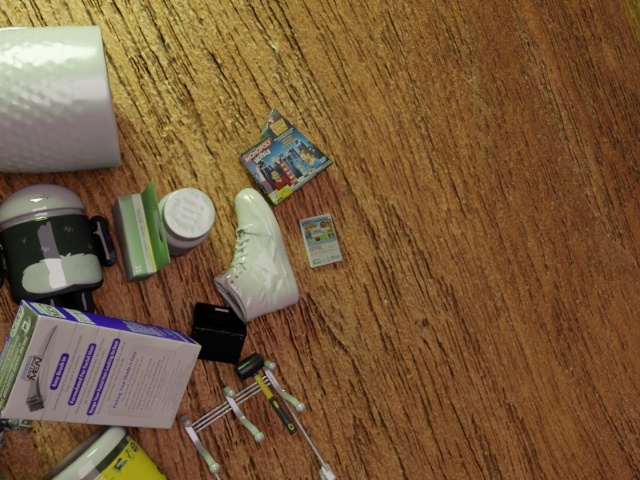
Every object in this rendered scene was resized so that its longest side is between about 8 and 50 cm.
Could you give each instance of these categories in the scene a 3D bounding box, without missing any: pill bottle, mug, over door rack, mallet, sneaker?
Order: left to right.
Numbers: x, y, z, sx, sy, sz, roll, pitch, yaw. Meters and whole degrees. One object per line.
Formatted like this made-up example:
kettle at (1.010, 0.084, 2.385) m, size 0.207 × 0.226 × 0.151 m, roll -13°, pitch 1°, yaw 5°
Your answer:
mug at (-0.588, -0.301, 1.193) m, size 0.327 × 0.276 × 0.374 m, roll -8°, pitch 54°, yaw -17°
pill bottle at (-0.361, 0.533, 1.160) m, size 0.188 × 0.188 × 0.334 m, roll -40°, pitch 98°, yaw -23°
pill bottle at (-0.294, -0.036, 1.269) m, size 0.121 × 0.221 × 0.121 m, roll 4°, pitch 79°, yaw -22°
sneaker at (-0.171, 0.035, 1.367) m, size 0.169 × 0.108 × 0.293 m, roll -21°, pitch 90°, yaw -31°
over door rack at (-0.124, 0.461, 1.317) m, size 0.239 × 0.108 × 0.324 m, roll -29°, pitch 93°, yaw -24°
mallet at (-0.118, 0.334, 1.288) m, size 0.062 × 0.039 × 0.190 m, roll -23°, pitch 74°, yaw -23°

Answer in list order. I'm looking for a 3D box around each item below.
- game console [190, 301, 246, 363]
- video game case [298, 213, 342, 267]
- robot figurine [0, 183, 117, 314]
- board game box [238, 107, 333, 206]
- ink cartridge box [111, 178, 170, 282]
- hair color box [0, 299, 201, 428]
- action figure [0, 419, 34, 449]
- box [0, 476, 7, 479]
game console at (-0.235, 0.209, 1.367) m, size 0.122 × 0.071 × 0.107 m, roll 13°, pitch 46°, yaw -21°
video game case at (0.000, 0.000, 1.502) m, size 0.087 × 0.011 × 0.122 m, roll -13°, pitch 86°, yaw -24°
robot figurine at (-0.531, 0.028, 1.190) m, size 0.173 × 0.209 × 0.279 m, roll -16°, pitch 87°, yaw 10°
board game box at (-0.102, -0.210, 1.470) m, size 0.194 × 0.060 × 0.194 m, roll -38°, pitch 95°, yaw -24°
ink cartridge box at (-0.369, -0.013, 1.226) m, size 0.056 × 0.235 × 0.171 m, roll -11°, pitch 85°, yaw -25°
hair color box at (-0.416, 0.243, 1.145) m, size 0.338 × 0.110 × 0.185 m, roll 22°, pitch 87°, yaw -45°
action figure at (-0.676, 0.310, 1.119) m, size 0.284 × 0.099 × 0.186 m, roll 24°, pitch 67°, yaw -21°
box at (-0.628, 0.579, 0.946) m, size 0.293 × 0.212 × 0.396 m, roll 34°, pitch 97°, yaw -14°
